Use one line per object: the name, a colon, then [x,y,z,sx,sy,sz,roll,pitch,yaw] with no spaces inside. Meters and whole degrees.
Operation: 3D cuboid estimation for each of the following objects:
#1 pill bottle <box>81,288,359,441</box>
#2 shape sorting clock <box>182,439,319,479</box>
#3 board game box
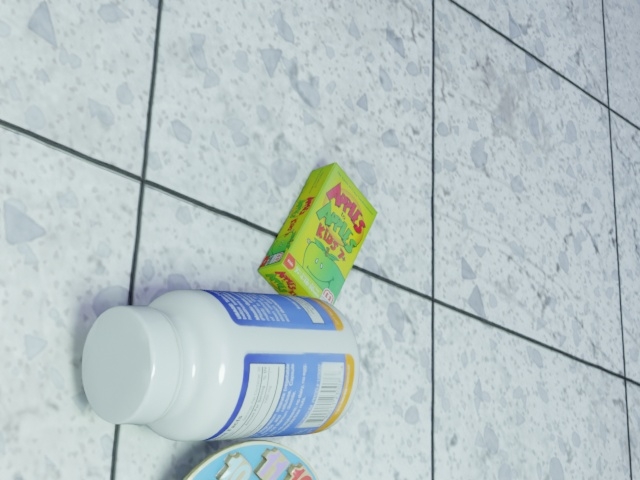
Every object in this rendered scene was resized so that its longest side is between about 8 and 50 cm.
pill bottle: [-0.100,0.127,1.212,0.272,0.152,0.152,7,71,-46]
shape sorting clock: [-0.076,0.306,1.217,0.206,0.040,0.206,-4,97,-38]
board game box: [0.000,0.000,1.449,0.092,0.043,0.181,49,46,-24]
